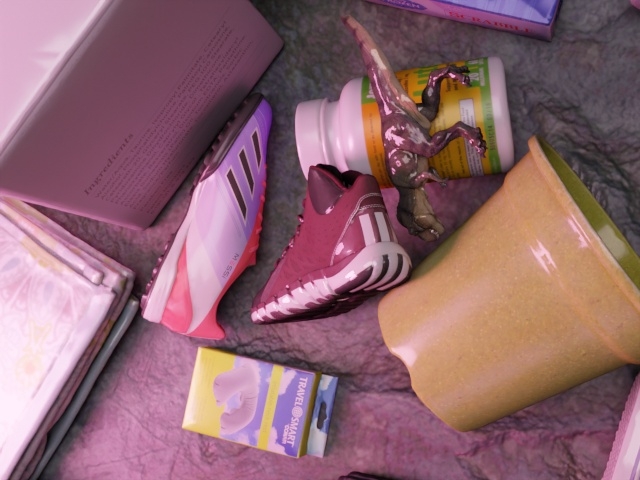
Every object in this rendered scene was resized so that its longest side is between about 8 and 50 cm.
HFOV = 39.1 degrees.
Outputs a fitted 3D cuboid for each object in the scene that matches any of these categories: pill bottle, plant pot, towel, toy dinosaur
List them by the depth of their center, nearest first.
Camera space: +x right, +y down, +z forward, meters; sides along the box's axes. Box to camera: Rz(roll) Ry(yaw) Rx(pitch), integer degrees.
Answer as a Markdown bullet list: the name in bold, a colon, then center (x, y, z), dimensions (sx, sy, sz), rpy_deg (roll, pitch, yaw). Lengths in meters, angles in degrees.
- **toy dinosaur**: center (0.110, -0.128, 0.968), dimensions (0.118, 0.064, 0.268), rpy_deg (-14, 98, 21)
- **plant pot**: center (0.212, 0.069, 0.979), dimensions (0.254, 0.276, 0.276), rpy_deg (-36, 77, 19)
- **pill bottle**: center (0.101, -0.133, 1.071), dimensions (0.246, 0.136, 0.136), rpy_deg (-7, 83, 13)
- **towel**: center (-0.449, 0.131, 1.205), dimensions (0.321, 0.090, 0.374), rpy_deg (32, 92, 17)

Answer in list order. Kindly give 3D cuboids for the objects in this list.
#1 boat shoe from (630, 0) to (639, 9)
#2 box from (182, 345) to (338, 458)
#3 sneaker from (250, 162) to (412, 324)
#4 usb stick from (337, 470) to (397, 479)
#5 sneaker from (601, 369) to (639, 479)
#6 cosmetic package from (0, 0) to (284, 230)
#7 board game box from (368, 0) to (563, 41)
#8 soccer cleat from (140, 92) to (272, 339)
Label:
- **boat shoe**: center (0.480, -0.324, 1.032), dimensions (0.258, 0.095, 0.084), rpy_deg (-8, 78, 2)
- **box**: center (-0.076, 0.203, 1.128), dimensions (0.178, 0.042, 0.109), rpy_deg (10, 87, 15)
- **sneaker**: center (0.000, 0.000, 1.050), dimensions (0.281, 0.106, 0.162), rpy_deg (-28, 68, 52)
- **usb stick**: center (0.150, 0.334, 1.058), dimensions (0.278, 0.045, 0.077), rpy_deg (9, 79, 14)
- **sneaker**: center (0.384, 0.298, 0.980), dimensions (0.161, 0.102, 0.282), rpy_deg (20, 89, 12)
- **cosmetic package**: center (-0.302, -0.247, 1.047), dimensions (0.329, 0.394, 0.327), rpy_deg (39, 94, 13)
- **board game box**: center (0.176, -0.439, 1.120), dimensions (0.319, 0.066, 0.317), rpy_deg (16, 88, 15)
- **soccer cleat**: center (-0.117, -0.030, 1.142), dimensions (0.116, 0.108, 0.318), rpy_deg (24, 87, -8)
